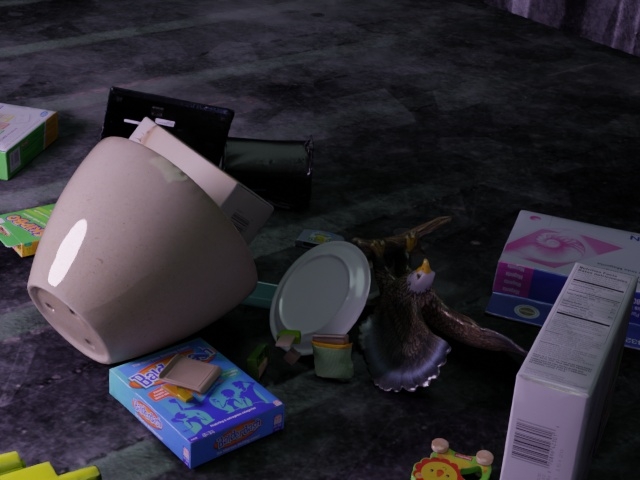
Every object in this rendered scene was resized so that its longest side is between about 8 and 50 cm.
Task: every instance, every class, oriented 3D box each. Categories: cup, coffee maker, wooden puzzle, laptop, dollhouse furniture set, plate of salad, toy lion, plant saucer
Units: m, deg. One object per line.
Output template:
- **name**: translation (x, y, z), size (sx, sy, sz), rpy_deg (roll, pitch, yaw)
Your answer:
- **cup**: translation (-0.295, 0.046, 1.672), size (0.331, 0.331, 0.237), rpy_deg (24, 59, 32)
- **coffee maker**: translation (-0.103, -0.154, 2.184), size (0.178, 0.171, 0.120), rpy_deg (2, 44, -2)
- **wooden puzzle**: translation (-0.185, 0.191, 1.577), size (0.079, 0.014, 0.116), rpy_deg (21, 31, 20)
- **laptop**: translation (-0.309, -0.211, 2.173), size (0.234, 0.264, 0.136), rpy_deg (9, 43, -13)
- **dollhouse furniture set**: translation (-0.029, 0.180, 1.663), size (0.152, 0.076, 0.058), rpy_deg (1, 24, 15)
- **plate of salad**: translation (0.003, 0.093, 1.761), size (0.048, 0.200, 0.200), rpy_deg (38, 2, -41)
- **toy lion**: translation (0.174, 0.314, 1.489), size (0.100, 0.034, 0.096), rpy_deg (12, 35, 13)
- **plant saucer**: translation (-0.101, 0.090, 1.883), size (0.192, 0.018, 0.067), rpy_deg (10, 28, 9)

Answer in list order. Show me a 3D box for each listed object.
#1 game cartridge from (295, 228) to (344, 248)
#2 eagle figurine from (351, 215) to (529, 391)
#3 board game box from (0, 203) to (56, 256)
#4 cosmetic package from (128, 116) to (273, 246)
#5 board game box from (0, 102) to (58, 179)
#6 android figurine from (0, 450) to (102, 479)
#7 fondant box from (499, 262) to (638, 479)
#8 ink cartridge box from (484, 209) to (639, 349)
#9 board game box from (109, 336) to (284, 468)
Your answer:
- **game cartridge**: translation (0.000, 0.000, 2.073), size (0.083, 0.017, 0.056), rpy_deg (11, 25, 12)
- **eagle figurine**: translation (0.161, 0.112, 1.753), size (0.226, 0.225, 0.298), rpy_deg (-33, 64, 11)
- **board game box**: translation (-0.469, -0.030, 2.033), size (0.259, 0.039, 0.124), rpy_deg (-12, 31, -34)
- **cosmetic package**: translation (-0.241, -0.078, 1.956), size (0.309, 0.160, 0.113), rpy_deg (34, -1, 42)
- **board game box**: translation (-0.745, -0.225, 2.326), size (0.317, 0.064, 0.242), rpy_deg (10, 28, 10)
- **android figurine**: translation (-0.374, 0.344, 1.315), size (0.273, 0.056, 0.248), rpy_deg (-10, 31, -29)
- **fondant box**: translation (0.332, 0.208, 1.488), size (0.096, 0.238, 0.330), rpy_deg (15, 29, 21)
- **ink cartridge box**: translation (0.482, 0.063, 1.976), size (0.324, 0.071, 0.330), rpy_deg (13, 27, 14)
- **board game box**: translation (-0.177, 0.224, 1.580), size (0.160, 0.047, 0.210), rpy_deg (-18, 35, -37)
